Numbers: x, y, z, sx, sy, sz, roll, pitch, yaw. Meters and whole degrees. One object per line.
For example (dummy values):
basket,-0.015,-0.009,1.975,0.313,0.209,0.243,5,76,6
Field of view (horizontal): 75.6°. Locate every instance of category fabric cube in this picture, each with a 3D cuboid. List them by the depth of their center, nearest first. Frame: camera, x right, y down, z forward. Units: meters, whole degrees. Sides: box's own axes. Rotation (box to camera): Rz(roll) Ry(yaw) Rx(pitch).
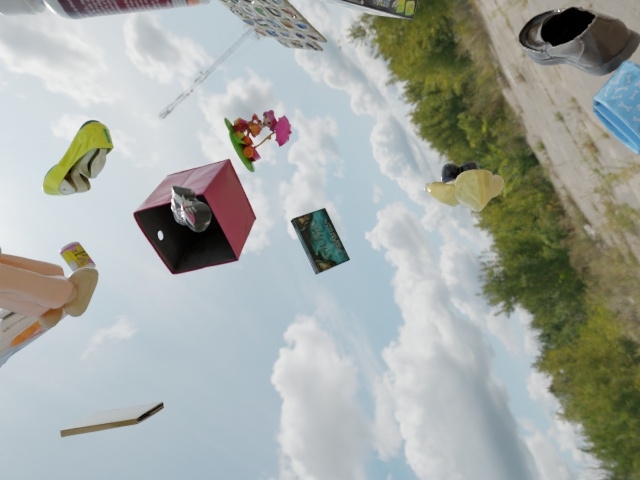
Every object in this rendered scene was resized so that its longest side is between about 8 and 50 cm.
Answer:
fabric cube,-0.396,-0.081,1.360,0.258,0.259,0.254,-81,-25,-54

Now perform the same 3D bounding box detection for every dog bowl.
dog bowl,0.600,-0.240,0.787,0.166,0.074,0.297,54,-150,15

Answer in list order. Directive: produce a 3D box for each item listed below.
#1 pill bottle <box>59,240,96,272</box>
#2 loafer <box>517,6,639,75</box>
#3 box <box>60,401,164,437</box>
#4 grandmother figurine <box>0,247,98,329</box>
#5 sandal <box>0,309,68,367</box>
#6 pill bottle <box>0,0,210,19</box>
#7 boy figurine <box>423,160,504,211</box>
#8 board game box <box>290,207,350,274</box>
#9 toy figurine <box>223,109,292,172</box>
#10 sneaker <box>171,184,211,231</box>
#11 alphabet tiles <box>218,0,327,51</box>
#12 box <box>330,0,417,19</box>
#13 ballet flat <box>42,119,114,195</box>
pill bottle,-0.499,0.046,0.858,0.083,0.043,0.043,54,-153,-1
loafer,0.571,-0.493,0.960,0.130,0.134,0.366,29,-158,-21
box,-0.554,0.480,1.114,0.164,0.201,0.021,69,-168,-83
grandmother figurine,-0.465,0.026,0.482,0.342,0.208,0.104,39,-153,-53
sandal,-0.529,0.149,0.702,0.076,0.102,0.265,48,-117,-5
pill bottle,-0.425,-0.550,0.778,0.224,0.392,0.224,168,90,-81
boy figurine,0.328,-0.127,0.946,0.285,0.177,0.092,-44,-51,-71
board game box,0.000,0.000,1.271,0.126,0.026,0.186,-21,-99,-32
toy figurine,-0.160,-0.300,1.140,0.173,0.159,0.130,64,-172,8
sneaker,-0.327,-0.065,1.032,0.072,0.077,0.178,3,-149,-35
alphabet tiles,-0.149,-0.641,1.179,0.285,0.011,0.342,24,-175,35
box,0.068,-0.448,0.758,0.207,0.036,0.114,-11,-146,-38
ballet flat,-0.494,-0.144,0.845,0.077,0.231,0.077,53,-154,6
